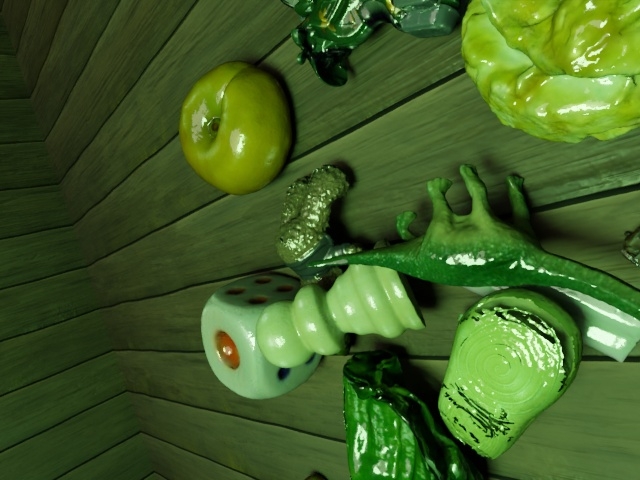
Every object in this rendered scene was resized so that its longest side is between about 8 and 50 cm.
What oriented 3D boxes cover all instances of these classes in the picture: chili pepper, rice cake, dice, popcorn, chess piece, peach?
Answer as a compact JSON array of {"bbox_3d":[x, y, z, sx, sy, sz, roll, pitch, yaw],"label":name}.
[{"bbox_3d":[0.154,0.364,0.661,0.213,0.167,0.385,-16,91,42],"label":"chili pepper"},{"bbox_3d":[0.280,0.068,0.525,0.222,0.042,0.080,27,120,35],"label":"rice cake"},{"bbox_3d":[-0.116,0.187,0.848,0.193,0.192,0.194,9,111,41],"label":"dice"},{"bbox_3d":[0.239,-0.195,0.382,0.221,0.183,0.204,50,121,38],"label":"popcorn"},{"bbox_3d":[0.017,0.113,0.647,0.251,0.144,0.144,-25,85,12],"label":"chess piece"},{"bbox_3d":[-0.163,-0.214,0.796,0.251,0.153,0.251,2,94,32],"label":"peach"}]

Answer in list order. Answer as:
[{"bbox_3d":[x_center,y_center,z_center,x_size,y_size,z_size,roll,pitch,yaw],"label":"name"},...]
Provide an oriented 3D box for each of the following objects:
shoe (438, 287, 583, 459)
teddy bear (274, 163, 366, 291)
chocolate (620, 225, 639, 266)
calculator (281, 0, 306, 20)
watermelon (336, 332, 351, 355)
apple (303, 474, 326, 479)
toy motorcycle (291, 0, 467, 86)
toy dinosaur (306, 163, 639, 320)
[{"bbox_3d":[0.230,0.163,0.543,0.140,0.128,0.262,24,123,25],"label":"shoe"},{"bbox_3d":[-0.017,0.003,0.731,0.182,0.129,0.251,0,106,56],"label":"teddy bear"},{"bbox_3d":[0.401,-0.081,0.339,0.102,0.065,0.329,45,129,25],"label":"chocolate"},{"bbox_3d":[-0.003,-0.474,0.619,0.177,0.040,0.268,38,128,30],"label":"calculator"},{"bbox_3d":[0.013,0.159,0.759,0.087,0.163,0.069,21,83,49],"label":"watermelon"},{"bbox_3d":[-0.009,0.592,0.970,0.084,0.071,0.084,17,120,32],"label":"apple"},{"bbox_3d":[0.063,-0.306,0.556,0.274,0.125,0.187,14,110,39],"label":"toy motorcycle"},{"bbox_3d":[0.185,0.056,0.453,0.447,0.087,0.301,-23,53,25],"label":"toy dinosaur"}]
